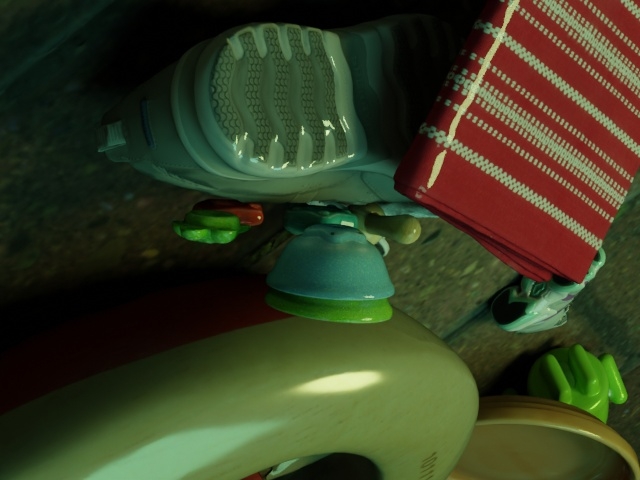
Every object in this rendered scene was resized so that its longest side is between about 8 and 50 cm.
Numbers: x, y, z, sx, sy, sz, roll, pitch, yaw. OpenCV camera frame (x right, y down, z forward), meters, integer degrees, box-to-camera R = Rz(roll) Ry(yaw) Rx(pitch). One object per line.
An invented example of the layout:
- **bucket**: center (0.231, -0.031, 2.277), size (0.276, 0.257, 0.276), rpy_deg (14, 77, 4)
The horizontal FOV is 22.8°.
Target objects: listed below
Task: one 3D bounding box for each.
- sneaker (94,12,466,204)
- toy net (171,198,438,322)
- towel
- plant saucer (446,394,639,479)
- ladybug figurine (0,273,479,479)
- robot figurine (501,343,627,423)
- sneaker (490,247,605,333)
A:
- **sneaker**: center (-0.002, -0.070, 0.873), size (0.115, 0.105, 0.281), rpy_deg (-8, 172, 38)
- **toy net**: center (0.000, 0.000, 0.907), size (0.232, 0.122, 0.045), rpy_deg (-29, 124, -74)
- **towel**: center (0.149, -0.117, 0.876), size (0.199, 0.031, 0.275), rpy_deg (26, 90, -52)
- **plant saucer**: center (0.158, 0.177, 1.287), size (0.200, 0.037, 0.200), rpy_deg (4, 147, 2)
- **ladybug figurine**: center (-0.122, 0.150, 0.973), size (0.449, 0.162, 0.305), rpy_deg (-21, 146, -18)
- **robot figurine**: center (0.204, 0.132, 1.309), size (0.101, 0.067, 0.115), rpy_deg (-22, 146, -6)
- **sneaker**: center (0.181, 0.038, 1.197), size (0.098, 0.038, 0.069), rpy_deg (-34, 150, 20)
